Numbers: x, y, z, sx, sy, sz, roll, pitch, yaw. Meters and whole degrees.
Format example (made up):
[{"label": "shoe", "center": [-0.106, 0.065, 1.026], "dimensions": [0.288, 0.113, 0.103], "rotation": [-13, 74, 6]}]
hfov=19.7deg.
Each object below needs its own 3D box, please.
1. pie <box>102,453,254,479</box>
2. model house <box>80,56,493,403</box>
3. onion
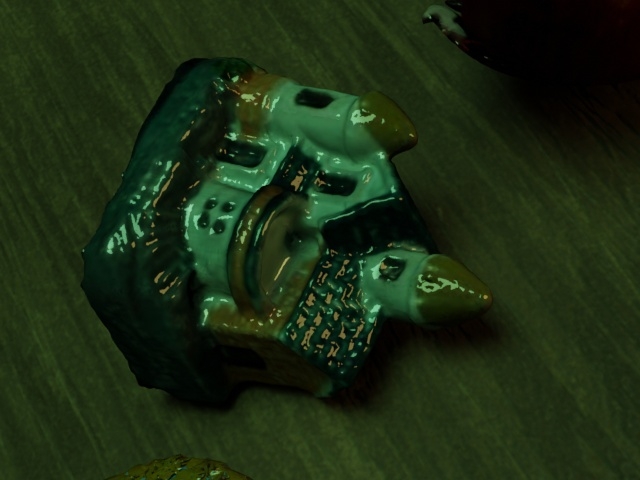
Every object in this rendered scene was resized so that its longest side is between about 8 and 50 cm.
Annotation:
[{"label": "pie", "center": [-0.128, 0.265, 1.345], "dimensions": [0.273, 0.069, 0.273], "rotation": [-14, 50, 17]}, {"label": "model house", "center": [0.000, 0.000, 1.423], "dimensions": [0.291, 0.184, 0.253], "rotation": [11, 56, 29]}, {"label": "onion", "center": [0.216, -0.274, 1.441], "dimensions": [0.341, 0.341, 0.341], "rotation": [-15, 49, 18]}]
